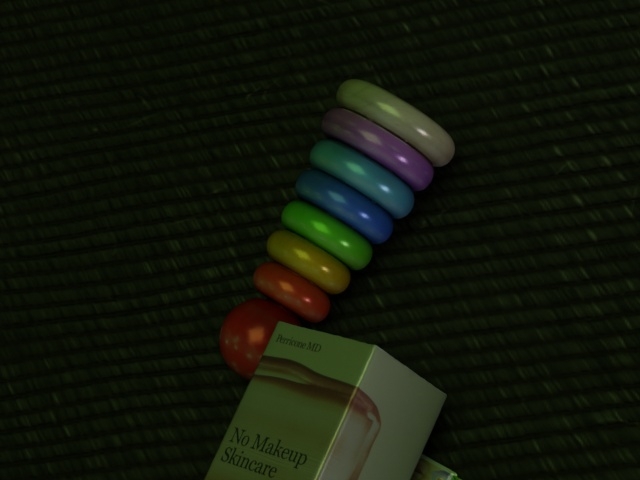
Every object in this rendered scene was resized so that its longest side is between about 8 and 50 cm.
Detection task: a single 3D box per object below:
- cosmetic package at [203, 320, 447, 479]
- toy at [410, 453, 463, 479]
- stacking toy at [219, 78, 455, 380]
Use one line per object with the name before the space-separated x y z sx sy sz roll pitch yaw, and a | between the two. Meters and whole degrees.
cosmetic package | -0.019 0.245 1.856 0.153 0.129 0.296 9 69 45
toy | 0.088 0.336 1.850 0.137 0.056 0.237 28 79 26
stacking toy | 0.000 0.000 1.983 0.141 0.141 0.330 31 87 25
